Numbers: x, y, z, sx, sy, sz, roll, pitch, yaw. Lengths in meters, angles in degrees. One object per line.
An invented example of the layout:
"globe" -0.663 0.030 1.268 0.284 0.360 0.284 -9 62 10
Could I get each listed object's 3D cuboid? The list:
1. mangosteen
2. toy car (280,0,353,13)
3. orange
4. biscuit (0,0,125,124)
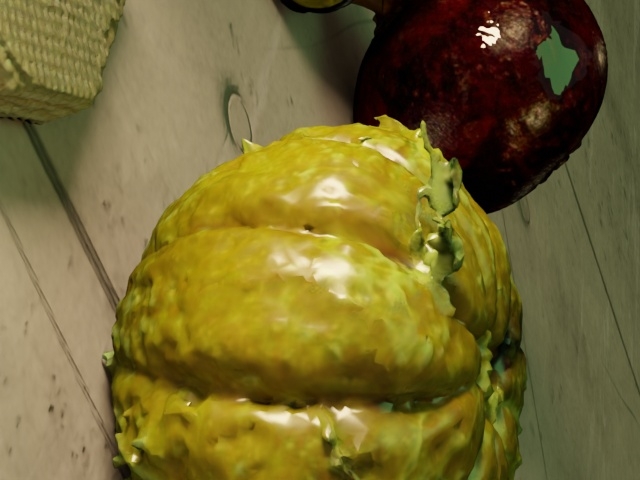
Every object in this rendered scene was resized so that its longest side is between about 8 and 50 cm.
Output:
"mangosteen" 0.111 -0.155 1.670 0.261 0.235 0.235 42 23 -3
"toy car" 0.004 -0.327 1.497 0.314 0.166 0.198 56 24 -49
"orange" 0.001 0.076 1.126 0.301 0.223 0.300 12 83 -71
"biscuit" -0.154 -0.159 1.067 0.252 0.052 0.150 -80 153 -49
